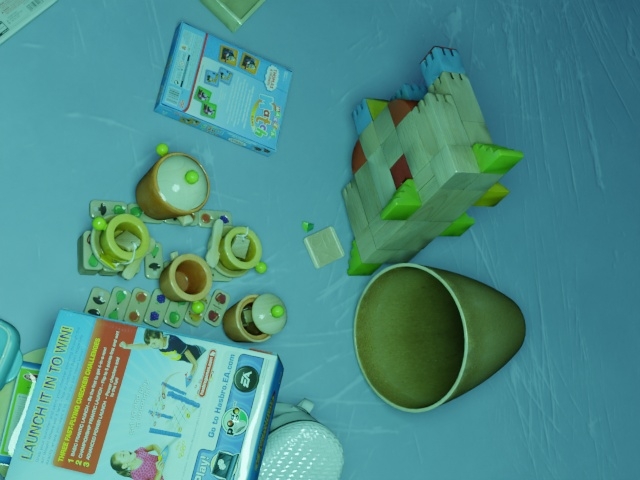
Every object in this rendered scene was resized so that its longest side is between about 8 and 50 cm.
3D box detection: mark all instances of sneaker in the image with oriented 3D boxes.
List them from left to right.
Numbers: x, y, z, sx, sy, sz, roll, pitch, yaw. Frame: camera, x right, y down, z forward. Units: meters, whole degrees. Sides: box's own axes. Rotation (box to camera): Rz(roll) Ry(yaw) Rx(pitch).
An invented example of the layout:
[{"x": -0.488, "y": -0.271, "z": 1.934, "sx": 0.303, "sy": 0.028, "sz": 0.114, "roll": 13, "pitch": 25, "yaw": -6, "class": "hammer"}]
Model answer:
[{"x": -0.117, "y": 0.379, "z": 1.352, "sx": 0.137, "sy": 0.210, "sz": 0.366, "roll": 42, "pitch": 94, "yaw": -12, "class": "sneaker"}]

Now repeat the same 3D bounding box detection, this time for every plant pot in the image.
[{"x": 0.225, "y": 0.153, "z": 1.577, "sx": 0.254, "sy": 0.237, "sz": 0.237, "roll": -1, "pitch": 76, "yaw": -45, "class": "plant pot"}]

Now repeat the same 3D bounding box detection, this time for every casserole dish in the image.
[{"x": -0.489, "y": 0.137, "z": 1.242, "sx": 0.188, "sy": 0.037, "sz": 0.114, "roll": 21, "pitch": 66, "yaw": -12, "class": "casserole dish"}]

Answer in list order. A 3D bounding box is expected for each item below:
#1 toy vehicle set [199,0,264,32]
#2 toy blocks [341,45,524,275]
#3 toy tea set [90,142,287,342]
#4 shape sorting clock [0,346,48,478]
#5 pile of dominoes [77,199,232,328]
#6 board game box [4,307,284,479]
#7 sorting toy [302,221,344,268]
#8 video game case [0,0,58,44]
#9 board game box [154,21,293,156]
[{"x": -0.134, "y": -0.509, "z": 1.658, "sx": 0.166, "sy": 0.035, "sz": 0.267, "roll": 44, "pitch": 59, "yaw": -12, "class": "toy vehicle set"}, {"x": 0.143, "y": -0.143, "z": 1.546, "sx": 0.190, "sy": 0.381, "sz": 0.261, "roll": 0, "pitch": 60, "yaw": -31, "class": "toy blocks"}, {"x": -0.167, "y": 0.014, "z": 1.407, "sx": 0.336, "sy": 0.124, "sz": 0.200, "roll": 38, "pitch": 57, "yaw": -23, "class": "toy tea set"}, {"x": -0.361, "y": 0.249, "z": 1.298, "sx": 0.206, "sy": 0.040, "sz": 0.206, "roll": 4, "pitch": 76, "yaw": -19, "class": "shape sorting clock"}, {"x": -0.242, "y": 0.035, "z": 1.432, "sx": 0.251, "sy": 0.040, "sz": 0.196, "roll": 4, "pitch": 73, "yaw": -28, "class": "pile of dominoes"}, {"x": -0.230, "y": 0.270, "z": 1.209, "sx": 0.301, "sy": 0.086, "sz": 0.308, "roll": 11, "pitch": 72, "yaw": 9, "class": "board game box"}, {"x": 0.000, "y": 0.000, "z": 1.597, "sx": 0.062, "sy": 0.012, "sz": 0.083, "roll": -25, "pitch": 92, "yaw": -28, "class": "sorting toy"}, {"x": -0.501, "y": -0.378, "z": 1.419, "sx": 0.143, "sy": 0.019, "sz": 0.157, "roll": 46, "pitch": 59, "yaw": -10, "class": "video game case"}, {"x": -0.158, "y": -0.251, "z": 1.566, "sx": 0.211, "sy": 0.039, "sz": 0.160, "roll": 20, "pitch": 67, "yaw": -23, "class": "board game box"}]
